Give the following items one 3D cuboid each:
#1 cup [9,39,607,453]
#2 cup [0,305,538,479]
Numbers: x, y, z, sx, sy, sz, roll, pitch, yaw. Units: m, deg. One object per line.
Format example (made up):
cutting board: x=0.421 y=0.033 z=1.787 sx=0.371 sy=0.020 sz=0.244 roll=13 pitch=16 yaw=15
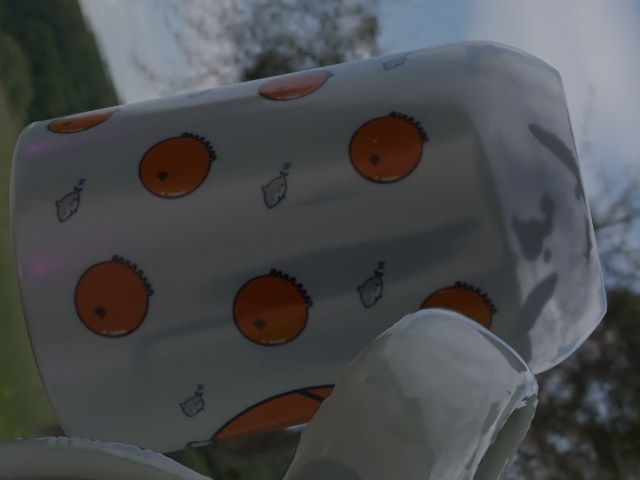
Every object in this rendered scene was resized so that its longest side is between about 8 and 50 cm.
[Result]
cup: x=0.000 y=0.000 z=1.105 sx=0.212 sy=0.317 sz=0.212 roll=-12 pitch=90 yaw=-82
cup: x=-0.032 y=0.155 z=0.582 sx=0.227 sy=0.301 sz=0.257 roll=34 pitch=-4 yaw=14
